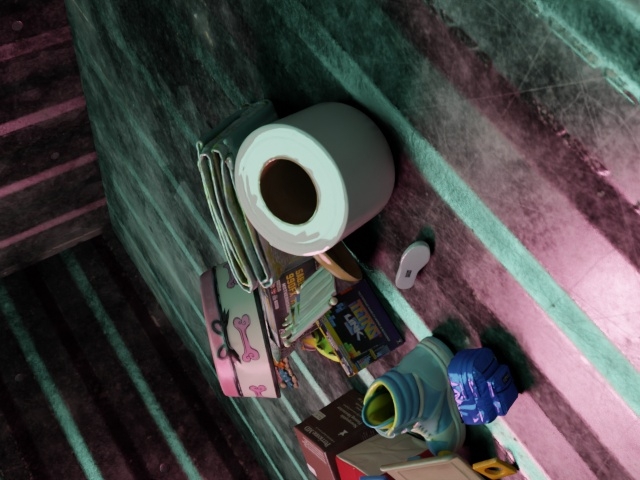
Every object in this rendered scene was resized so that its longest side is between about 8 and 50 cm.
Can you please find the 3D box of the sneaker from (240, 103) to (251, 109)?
[{"bbox_3d":[-0.156,-0.266,1.652,0.118,0.042,0.067,53,152,15],"label":"sneaker"}]

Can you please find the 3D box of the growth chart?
[{"bbox_3d":[-0.019,0.126,1.514,0.021,0.172,0.237,42,-159,-16],"label":"growth chart"}]

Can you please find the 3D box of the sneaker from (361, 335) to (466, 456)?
[{"bbox_3d":[0.183,0.363,1.419,0.127,0.208,0.319,30,142,50],"label":"sneaker"}]

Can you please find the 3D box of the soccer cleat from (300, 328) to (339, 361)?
[{"bbox_3d":[0.008,0.252,1.842,0.289,0.093,0.121,22,165,50],"label":"soccer cleat"}]

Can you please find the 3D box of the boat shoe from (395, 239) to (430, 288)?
[{"bbox_3d":[0.170,0.039,1.307,0.142,0.049,0.040,107,169,-52],"label":"boat shoe"}]

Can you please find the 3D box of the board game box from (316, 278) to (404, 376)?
[{"bbox_3d":[0.080,0.192,1.529,0.170,0.141,0.048,57,158,11],"label":"board game box"}]

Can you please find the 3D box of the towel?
[{"bbox_3d":[-0.131,-0.107,1.459,0.090,0.374,0.320,-9,111,18],"label":"towel"}]

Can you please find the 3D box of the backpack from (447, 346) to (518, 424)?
[{"bbox_3d":[0.289,0.250,1.231,0.101,0.098,0.120,-18,100,37],"label":"backpack"}]

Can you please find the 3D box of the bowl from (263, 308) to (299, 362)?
[{"bbox_3d":[-0.110,0.273,2.059,0.170,0.080,0.170,167,90,-74],"label":"bowl"}]

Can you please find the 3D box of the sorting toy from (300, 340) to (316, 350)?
[{"bbox_3d":[-0.045,0.270,2.007,0.075,0.045,0.083,-115,14,-50],"label":"sorting toy"}]

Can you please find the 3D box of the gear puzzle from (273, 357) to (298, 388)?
[{"bbox_3d":[-0.183,0.354,2.356,0.175,0.044,0.339,3,118,63],"label":"gear puzzle"}]

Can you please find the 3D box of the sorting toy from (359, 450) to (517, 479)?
[{"bbox_3d":[0.252,0.492,1.458,0.348,0.047,0.196,-22,130,33],"label":"sorting toy"}]

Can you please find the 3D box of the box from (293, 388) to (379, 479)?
[{"bbox_3d":[0.073,0.536,1.832,0.168,0.203,0.167,19,131,57],"label":"box"}]

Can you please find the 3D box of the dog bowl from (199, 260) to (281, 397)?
[{"bbox_3d":[-0.220,0.241,1.879,0.408,0.150,0.408,168,90,-84],"label":"dog bowl"}]

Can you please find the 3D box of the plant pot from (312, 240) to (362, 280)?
[{"bbox_3d":[0.000,0.000,1.459,0.236,0.032,0.236,47,-168,-13],"label":"plant pot"}]

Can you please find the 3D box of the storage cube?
[{"bbox_3d":[0.178,0.595,1.681,0.184,0.215,0.193,5,113,63],"label":"storage cube"}]

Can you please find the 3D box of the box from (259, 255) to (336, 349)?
[{"bbox_3d":[-0.051,0.132,1.684,0.056,0.183,0.231,40,147,43],"label":"box"}]

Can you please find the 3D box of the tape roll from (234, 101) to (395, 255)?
[{"bbox_3d":[-0.011,-0.114,1.254,0.246,0.169,0.246,16,120,29],"label":"tape roll"}]
